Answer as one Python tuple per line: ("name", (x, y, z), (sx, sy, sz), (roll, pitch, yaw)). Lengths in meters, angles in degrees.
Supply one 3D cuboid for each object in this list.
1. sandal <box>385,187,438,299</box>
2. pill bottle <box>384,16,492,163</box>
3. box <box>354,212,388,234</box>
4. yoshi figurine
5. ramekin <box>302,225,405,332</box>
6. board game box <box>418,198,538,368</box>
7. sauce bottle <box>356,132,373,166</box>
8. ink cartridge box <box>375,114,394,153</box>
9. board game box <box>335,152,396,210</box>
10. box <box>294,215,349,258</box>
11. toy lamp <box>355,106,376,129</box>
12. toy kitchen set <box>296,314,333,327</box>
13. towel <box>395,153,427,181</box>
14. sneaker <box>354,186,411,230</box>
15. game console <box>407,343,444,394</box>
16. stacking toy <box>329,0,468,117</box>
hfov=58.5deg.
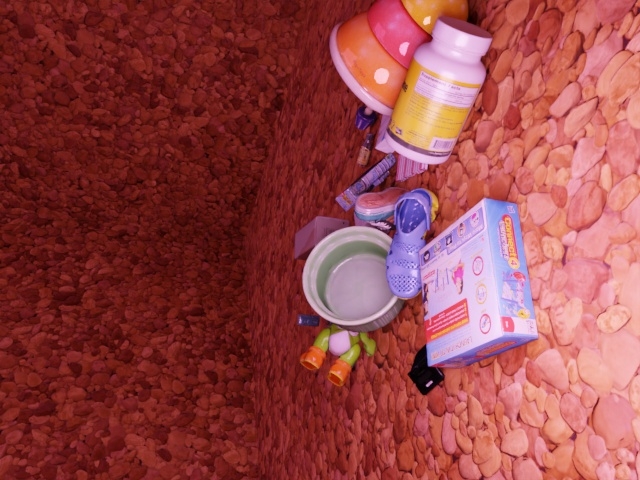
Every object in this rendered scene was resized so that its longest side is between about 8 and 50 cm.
("sandal", (0.234, -0.002, 1.526), (0.138, 0.126, 0.317), (33, -117, -67))
("pill bottle", (0.302, -0.380, 1.460), (0.188, 0.188, 0.334), (-105, 28, -52))
("box", (0.175, -0.069, 1.894), (0.087, 0.102, 0.101), (123, 149, -49))
("yoshi figurine", (0.085, 0.281, 1.859), (0.203, 0.203, 0.362), (7, 56, 44))
("ramekin", (0.112, 0.124, 1.686), (0.148, 0.303, 0.303), (55, -150, -59))
("board game box", (0.340, 0.110, 1.297), (0.308, 0.086, 0.302), (129, 144, -60))
("sauce bottle", (0.168, -0.339, 2.136), (0.042, 0.042, 0.128), (-116, 36, -62))
("ink cartridge box", (0.240, -0.385, 1.854), (0.104, 0.060, 0.180), (137, 149, -65))
("board game box", (0.150, -0.187, 1.905), (0.194, 0.060, 0.194), (-43, 5, -20))
("box", (0.000, 0.000, 2.371), (0.311, 0.148, 0.121), (144, 131, -69))
("toy lamp", (0.196, -0.512, 2.062), (0.274, 0.080, 0.080), (121, 151, -48))
("toy kitchen set", (0.003, 0.231, 2.217), (0.122, 0.166, 0.207), (152, 123, -70))
("towel", (0.287, -0.264, 1.742), (0.197, 0.029, 0.144), (161, 118, -71))
("sneaker", (0.184, -0.075, 1.654), (0.108, 0.302, 0.121), (21, 111, 27))
("game console", (0.287, 0.330, 1.507), (0.107, 0.071, 0.122), (54, 145, 22))
("stacking toy", (0.287, -0.597, 1.561), (0.480, 0.350, 0.350), (-38, 44, 41))
